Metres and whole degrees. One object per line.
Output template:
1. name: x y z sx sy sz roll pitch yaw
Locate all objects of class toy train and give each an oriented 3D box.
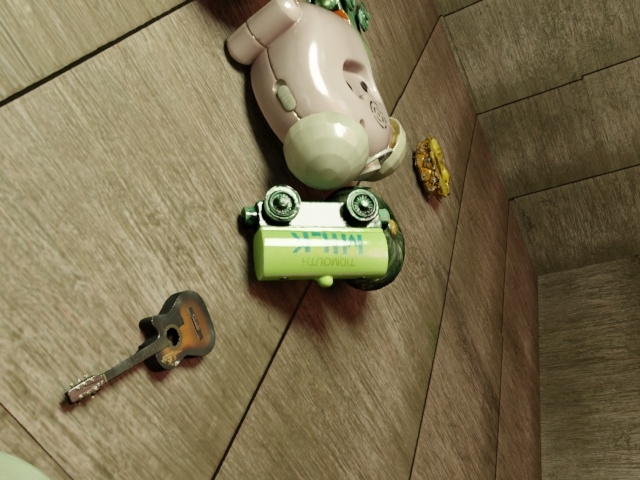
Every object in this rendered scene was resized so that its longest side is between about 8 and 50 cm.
1. toy train: 0.052 -0.467 1.336 0.285 0.116 0.177 -12 92 -75
2. toy train: 0.000 0.000 0.950 0.253 0.105 0.157 0 71 -20

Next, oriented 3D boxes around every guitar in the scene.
1. guitar: -0.204 0.130 0.690 0.233 0.025 0.088 -31 104 -60

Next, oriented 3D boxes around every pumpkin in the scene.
1. pumpkin: 0.076 -0.001 1.131 0.211 0.152 0.212 37 42 -44

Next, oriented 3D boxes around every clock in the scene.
1. clock: 0.015 -0.254 1.090 0.342 0.184 0.326 -19 84 -57

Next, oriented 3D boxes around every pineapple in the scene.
1. pineapple: 0.337 -0.219 1.799 0.225 0.076 0.225 40 42 -51

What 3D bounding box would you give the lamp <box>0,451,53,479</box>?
1. lamp: -0.273 0.196 0.461 0.193 0.106 0.106 60 29 -5
